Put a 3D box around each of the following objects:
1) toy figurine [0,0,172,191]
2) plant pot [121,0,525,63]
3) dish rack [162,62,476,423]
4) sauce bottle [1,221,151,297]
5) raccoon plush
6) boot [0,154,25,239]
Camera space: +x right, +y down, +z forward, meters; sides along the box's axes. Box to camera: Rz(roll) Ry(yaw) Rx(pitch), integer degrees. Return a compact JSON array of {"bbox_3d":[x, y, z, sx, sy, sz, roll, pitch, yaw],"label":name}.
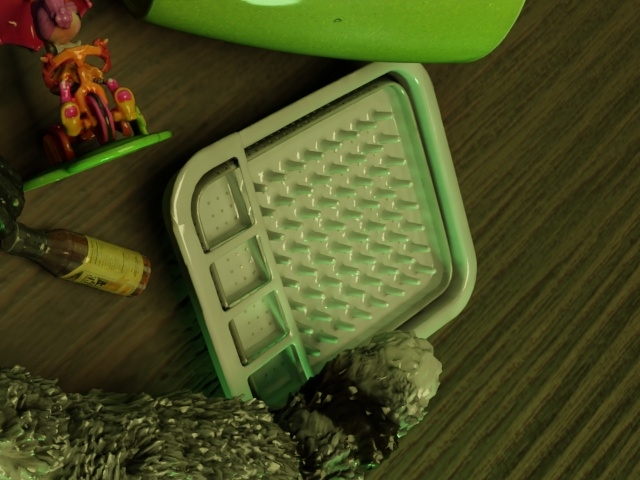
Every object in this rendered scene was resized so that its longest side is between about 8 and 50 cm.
[{"bbox_3d":[-0.195,-0.132,0.934,0.130,0.173,0.159,-23,97,-20],"label":"toy figurine"},{"bbox_3d":[-0.019,-0.264,1.019,0.294,0.275,0.274,-12,104,-24],"label":"plant pot"},{"bbox_3d":[0.000,0.000,1.167,0.333,0.072,0.285,-32,114,-35],"label":"dish rack"},{"bbox_3d":[-0.200,0.014,1.012,0.128,0.042,0.042,20,82,-39],"label":"sauce bottle"},{"bbox_3d":[-0.142,0.125,0.978,0.446,0.216,0.299,-43,110,-36],"label":"raccoon plush"},{"bbox_3d":[-0.257,-0.110,0.812,0.348,0.131,0.260,-34,131,2],"label":"boot"}]
